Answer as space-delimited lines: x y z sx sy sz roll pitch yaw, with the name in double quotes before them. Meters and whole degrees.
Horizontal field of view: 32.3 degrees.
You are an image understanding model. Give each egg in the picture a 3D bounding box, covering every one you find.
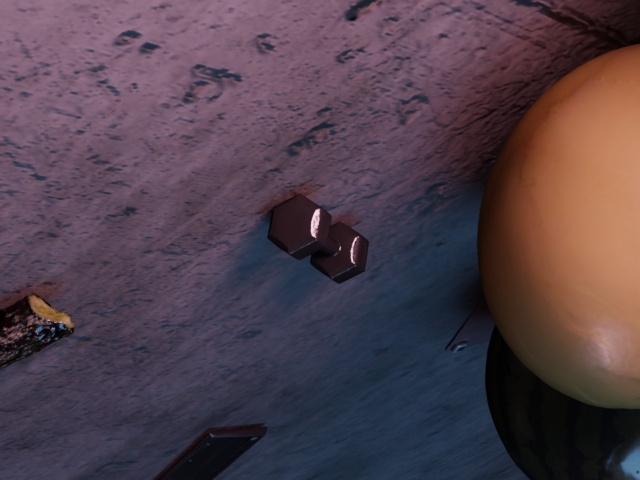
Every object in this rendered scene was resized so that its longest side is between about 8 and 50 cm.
"egg" 0.190 -0.009 0.640 0.201 0.201 0.244 -19 144 -2

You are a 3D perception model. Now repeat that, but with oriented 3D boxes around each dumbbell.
"dumbbell" 0.000 0.000 0.704 0.040 0.036 0.083 -28 153 16

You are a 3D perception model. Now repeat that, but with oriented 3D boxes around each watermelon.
"watermelon" 0.235 0.109 0.888 0.212 0.212 0.212 -16 154 -8

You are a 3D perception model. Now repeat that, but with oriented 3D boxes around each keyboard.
"keyboard" -0.127 0.230 1.089 0.067 0.011 0.202 4 146 -36

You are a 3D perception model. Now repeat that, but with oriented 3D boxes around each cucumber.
"cucumber" -0.215 0.070 0.690 0.135 0.034 0.033 -26 158 13

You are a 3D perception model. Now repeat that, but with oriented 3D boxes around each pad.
"pad" 0.213 0.061 1.007 0.188 0.006 0.113 -10 152 -20
